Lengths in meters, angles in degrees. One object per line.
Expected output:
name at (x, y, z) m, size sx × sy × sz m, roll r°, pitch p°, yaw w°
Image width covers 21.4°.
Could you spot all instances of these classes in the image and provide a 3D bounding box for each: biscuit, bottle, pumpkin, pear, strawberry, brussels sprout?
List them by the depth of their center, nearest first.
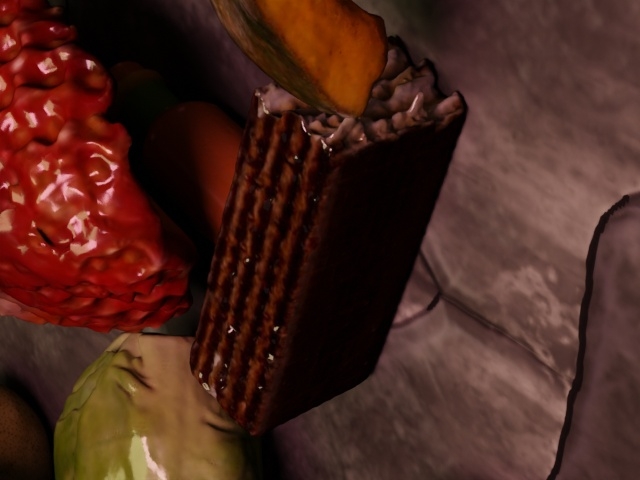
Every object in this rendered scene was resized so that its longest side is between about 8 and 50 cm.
pumpkin at (-0.039, -0.247, 0.855) m, size 0.258 × 0.095 × 0.290 m, roll 102°, pitch 152°, yaw -44°
biscuit at (0.000, 0.000, 0.980) m, size 0.070 × 0.106 × 0.252 m, roll 44°, pitch 139°, yaw 27°
bottle at (-0.079, -0.055, 1.088) m, size 0.187 × 0.069 × 0.069 m, roll 45°, pitch 139°, yaw 33°
strawberry at (-0.195, -0.036, 1.093) m, size 0.265 × 0.149 × 0.336 m, roll 67°, pitch 167°, yaw -16°
brussels sprout at (-0.113, 0.153, 1.181) m, size 0.161 × 0.144 × 0.180 m, roll 134°, pitch 133°, yaw -72°
pear at (-0.311, 0.189, 1.438) m, size 0.167 × 0.167 × 0.136 m, roll 127°, pitch 146°, yaw -50°
